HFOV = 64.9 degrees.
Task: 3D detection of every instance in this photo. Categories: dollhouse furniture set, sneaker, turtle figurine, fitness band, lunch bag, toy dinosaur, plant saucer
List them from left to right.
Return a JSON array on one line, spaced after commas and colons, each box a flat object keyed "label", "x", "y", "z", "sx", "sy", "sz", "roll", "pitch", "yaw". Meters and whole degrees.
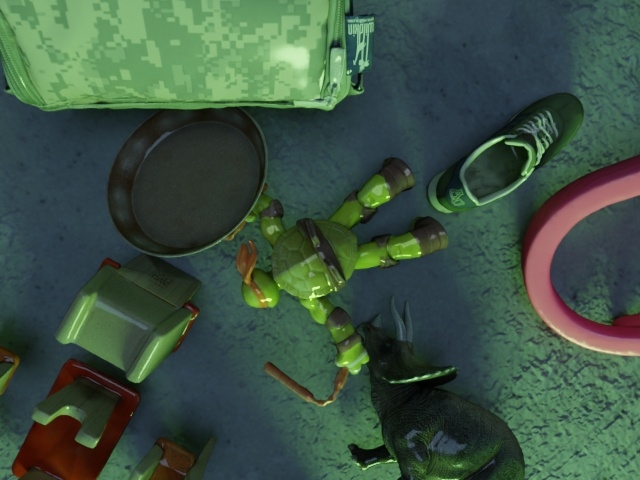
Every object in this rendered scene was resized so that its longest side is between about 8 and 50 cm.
[{"label": "dollhouse furniture set", "x": -0.220, "y": 0.150, "z": 0.494, "sx": 0.262, "sy": 0.135, "sz": 0.259, "roll": 31, "pitch": 102, "yaw": -5}, {"label": "lunch bag", "x": -0.116, "y": -0.239, "z": 0.425, "sx": 0.305, "sy": 0.212, "sz": 0.255, "roll": -3, "pitch": 103, "yaw": -6}, {"label": "plant saucer", "x": -0.127, "y": -0.060, "z": 0.488, "sx": 0.169, "sy": 0.029, "sz": 0.168, "roll": -5, "pitch": 69, "yaw": 13}, {"label": "turtle figurine", "x": 0.000, "y": 0.000, "z": 0.493, "sx": 0.217, "sy": 0.087, "sz": 0.269, "roll": -30, "pitch": 75, "yaw": -12}, {"label": "toy dinosaur", "x": 0.135, "y": 0.222, "z": 0.510, "sx": 0.313, "sy": 0.121, "sz": 0.160, "roll": 44, "pitch": 96, "yaw": -3}, {"label": "sneaker", "x": 0.203, "y": -0.089, "z": 0.512, "sx": 0.192, "sy": 0.086, "sz": 0.064, "roll": -34, "pitch": 95, "yaw": -2}, {"label": "fitness band", "x": 0.353, "y": 0.011, "z": 0.496, "sx": 0.291, "sy": 0.054, "sz": 0.209, "roll": -20, "pitch": 109, "yaw": 23}]
